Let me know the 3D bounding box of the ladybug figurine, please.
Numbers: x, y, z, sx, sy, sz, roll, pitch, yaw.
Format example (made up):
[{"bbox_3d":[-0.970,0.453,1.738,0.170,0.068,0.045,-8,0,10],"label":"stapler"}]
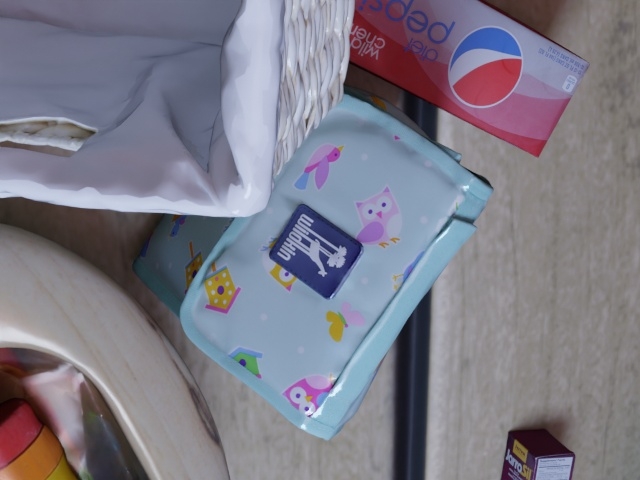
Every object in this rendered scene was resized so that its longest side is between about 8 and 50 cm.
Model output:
[{"bbox_3d":[-0.233,0.172,1.222,0.305,0.162,0.449,-27,117,-11],"label":"ladybug figurine"}]

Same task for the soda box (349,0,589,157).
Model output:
[{"bbox_3d":[0.076,-0.162,1.273,0.263,0.083,0.092,23,99,-29],"label":"soda box"}]

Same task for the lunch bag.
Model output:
[{"bbox_3d":[0.000,0.000,1.200,0.160,0.262,0.223,31,96,-30],"label":"lunch bag"}]

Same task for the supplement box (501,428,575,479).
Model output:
[{"bbox_3d":[0.195,0.221,1.486,0.043,0.055,0.083,-1,109,-23],"label":"supplement box"}]

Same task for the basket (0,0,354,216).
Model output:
[{"bbox_3d":[-0.151,-0.217,0.988,0.328,0.266,0.331,7,110,12],"label":"basket"}]
